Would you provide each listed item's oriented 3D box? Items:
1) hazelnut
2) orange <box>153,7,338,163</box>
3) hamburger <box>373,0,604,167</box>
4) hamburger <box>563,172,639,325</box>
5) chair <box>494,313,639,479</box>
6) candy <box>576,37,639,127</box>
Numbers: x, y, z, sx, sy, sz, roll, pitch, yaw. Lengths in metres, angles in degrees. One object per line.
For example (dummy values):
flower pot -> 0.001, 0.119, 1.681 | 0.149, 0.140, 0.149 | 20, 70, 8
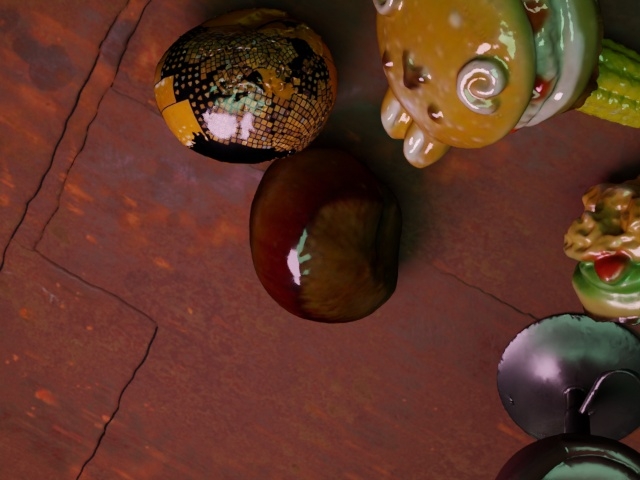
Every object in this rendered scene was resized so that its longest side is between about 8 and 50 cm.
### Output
hazelnut -> 0.000, 0.000, 1.570 | 0.217, 0.217, 0.252 | -12, 134, 16
orange -> -0.092, -0.191, 1.477 | 0.234, 0.234, 0.182 | 7, 122, 8
hamburger -> 0.168, -0.227, 1.387 | 0.261, 0.186, 0.303 | 57, 155, 12
hamburger -> 0.407, -0.007, 1.468 | 0.237, 0.237, 0.149 | -14, 106, 17
chair -> 0.325, 0.279, 1.510 | 0.226, 0.401, 0.227 | 5, 114, 11
candy -> 0.380, -0.186, 1.462 | 0.198, 0.106, 0.094 | 20, 97, -5
